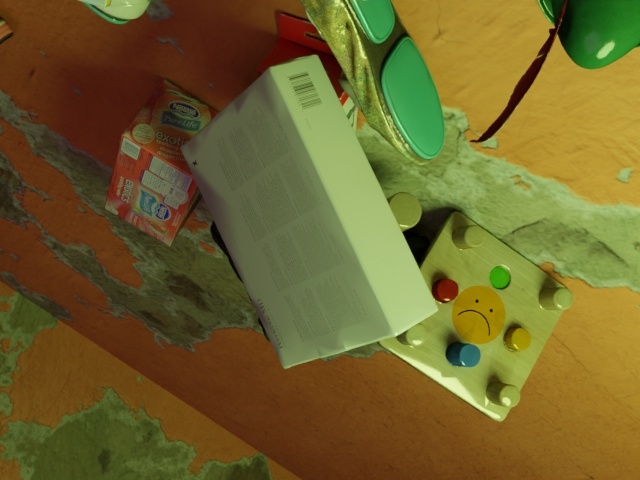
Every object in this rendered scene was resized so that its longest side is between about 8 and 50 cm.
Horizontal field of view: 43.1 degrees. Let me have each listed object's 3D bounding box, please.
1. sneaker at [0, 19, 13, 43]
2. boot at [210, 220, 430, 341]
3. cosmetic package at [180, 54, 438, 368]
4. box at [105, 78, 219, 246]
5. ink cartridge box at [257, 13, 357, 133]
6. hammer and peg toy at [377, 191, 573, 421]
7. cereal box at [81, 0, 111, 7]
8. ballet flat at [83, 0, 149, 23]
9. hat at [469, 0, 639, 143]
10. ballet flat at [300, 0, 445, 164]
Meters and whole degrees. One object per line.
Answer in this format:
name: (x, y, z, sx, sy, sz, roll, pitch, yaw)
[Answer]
sneaker: (-0.696, -0.392, 1.491, 0.313, 0.116, 0.136, -6, 126, 36)
boot: (-0.001, -0.002, 1.437, 0.131, 0.347, 0.260, 84, 162, -61)
cosmetic package: (-0.030, -0.025, 1.145, 0.284, 0.097, 0.377, -26, 89, 51)
box: (-0.279, -0.131, 1.478, 0.154, 0.142, 0.300, 31, 151, -5)
ink cartridge box: (-0.017, -0.209, 1.201, 0.134, 0.078, 0.231, 21, 149, 13)
hammer and peg toy: (0.204, 0.099, 1.308, 0.361, 0.266, 0.127, 33, 169, -10)
cereal box: (-0.373, -0.420, 1.046, 0.240, 0.047, 0.173, 15, 107, -10)
ballet flat: (-0.399, -0.460, 1.113, 0.400, 0.139, 0.139, 32, 151, -14)
hat: (0.281, -0.206, 0.844, 0.172, 0.184, 0.209, 21, 149, 13)
ballet flat: (0.057, -0.247, 1.048, 0.123, 0.123, 0.349, 2, 136, 39)
